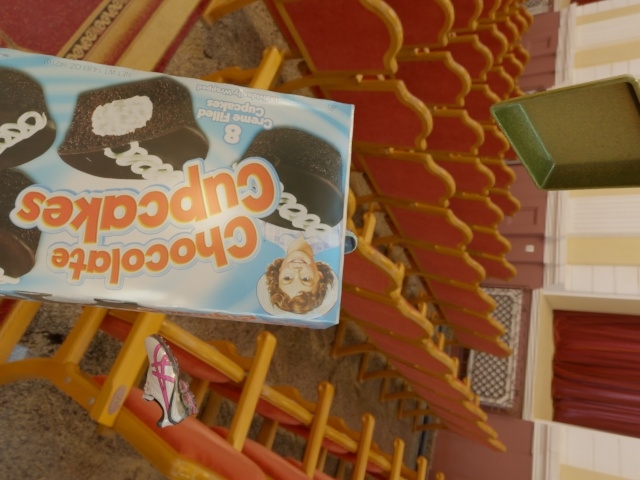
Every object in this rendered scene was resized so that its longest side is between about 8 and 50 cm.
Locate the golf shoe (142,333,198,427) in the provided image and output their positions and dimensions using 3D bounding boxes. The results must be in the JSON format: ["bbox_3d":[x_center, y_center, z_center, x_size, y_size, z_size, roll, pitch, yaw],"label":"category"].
[{"bbox_3d":[-0.311,0.267,0.897,0.086,0.186,0.067,-24,153,-23],"label":"golf shoe"}]

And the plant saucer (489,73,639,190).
[{"bbox_3d":[0.361,-0.147,0.635,0.188,0.188,0.045,43,69,-30],"label":"plant saucer"}]

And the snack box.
[{"bbox_3d":[-0.140,-0.039,0.366,0.060,0.322,0.187,121,-25,-73],"label":"snack box"}]

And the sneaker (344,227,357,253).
[{"bbox_3d":[0.000,0.000,0.650,0.069,0.098,0.038,-98,-176,-70],"label":"sneaker"}]
